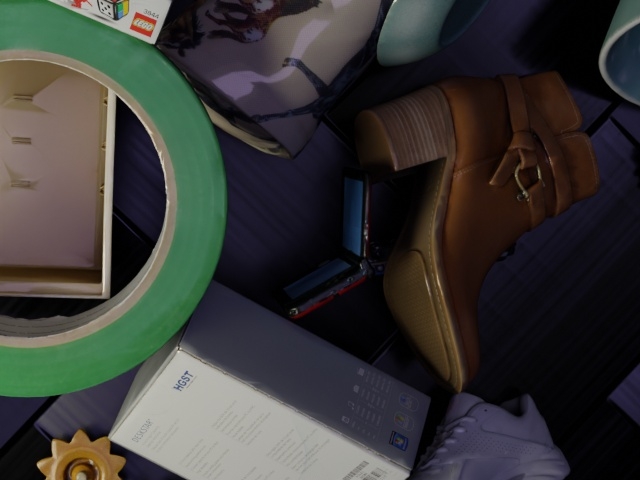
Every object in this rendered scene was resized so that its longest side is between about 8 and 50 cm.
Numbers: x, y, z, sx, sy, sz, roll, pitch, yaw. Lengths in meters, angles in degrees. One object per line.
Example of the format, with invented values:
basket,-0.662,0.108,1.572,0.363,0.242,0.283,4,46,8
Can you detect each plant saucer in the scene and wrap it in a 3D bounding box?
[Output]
plant saucer,0.124,-0.227,1.224,0.037,0.195,0.195,37,89,14

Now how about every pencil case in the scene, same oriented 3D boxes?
pencil case,0.013,-0.265,1.224,0.183,0.160,0.410,37,89,13

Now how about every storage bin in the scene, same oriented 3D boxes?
storage bin,-0.312,-0.090,1.212,0.260,0.123,0.262,2,95,-8

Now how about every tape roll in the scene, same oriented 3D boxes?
tape roll,-0.237,-0.036,1.120,0.321,0.077,0.321,-1,99,-6

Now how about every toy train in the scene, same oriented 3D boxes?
toy train,0.113,0.013,1.330,0.158,0.027,0.036,-7,107,-8

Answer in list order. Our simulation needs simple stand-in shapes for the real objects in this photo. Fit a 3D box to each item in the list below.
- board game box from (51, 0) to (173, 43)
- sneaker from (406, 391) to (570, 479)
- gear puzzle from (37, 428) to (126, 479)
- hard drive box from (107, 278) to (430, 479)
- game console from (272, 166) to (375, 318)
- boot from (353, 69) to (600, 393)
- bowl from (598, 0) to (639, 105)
board game box,-0.185,-0.301,1.142,0.193,0.305,0.053,22,132,-9
sneaker,0.129,0.206,1.299,0.232,0.090,0.115,-13,80,-41
gear puzzle,-0.168,0.333,1.315,0.175,0.044,0.339,-32,96,-2
hard drive box,-0.048,0.161,1.238,0.232,0.181,0.089,29,47,-10
game console,0.000,0.000,1.252,0.124,0.144,0.085,-29,98,-4
boot,0.162,-0.017,1.283,0.220,0.109,0.283,-15,87,-26
bowl,0.411,-0.231,1.236,0.312,0.311,0.163,7,75,-8
